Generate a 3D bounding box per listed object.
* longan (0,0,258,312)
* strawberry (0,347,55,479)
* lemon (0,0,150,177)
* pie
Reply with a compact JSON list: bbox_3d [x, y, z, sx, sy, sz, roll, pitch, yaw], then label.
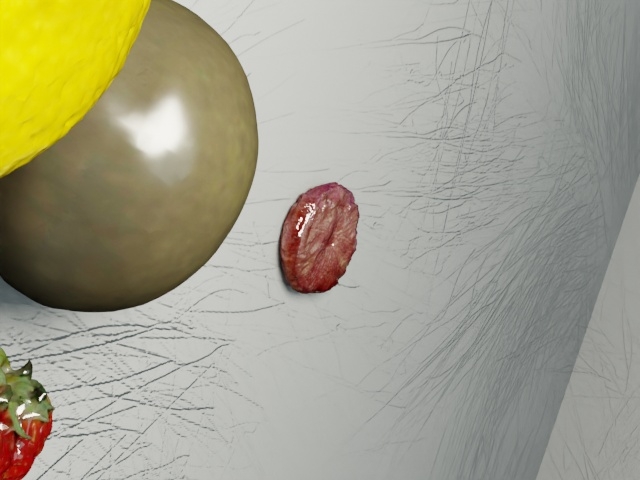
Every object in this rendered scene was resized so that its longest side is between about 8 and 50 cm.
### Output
[{"bbox_3d":[-0.157,-0.062,0.671,0.248,0.248,0.248,-31,129,-47],"label":"longan"},{"bbox_3d":[-0.281,0.147,0.680,0.148,0.131,0.131,-43,151,13],"label":"strawberry"},{"bbox_3d":[-0.231,-0.163,0.416,0.336,0.336,0.336,-31,129,-47],"label":"lemon"},{"bbox_3d":[0.000,0.000,1.108,0.154,0.036,0.154,-31,130,-47],"label":"pie"}]
